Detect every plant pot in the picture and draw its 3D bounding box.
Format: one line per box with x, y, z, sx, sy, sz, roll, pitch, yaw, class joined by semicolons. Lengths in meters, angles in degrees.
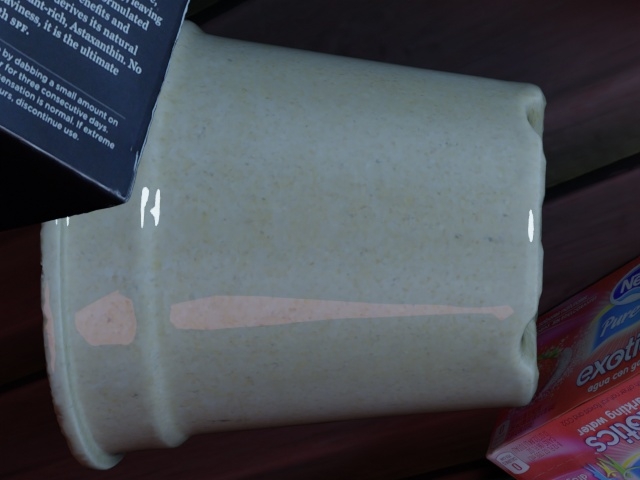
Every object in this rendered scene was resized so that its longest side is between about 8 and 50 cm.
0.000;0.000;1.150;0.306;0.333;0.333;2;135;6;plant pot

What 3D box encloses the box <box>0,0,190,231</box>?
-0.223;-0.169;0.999;0.183;0.294;0.296;33;152;-35;box

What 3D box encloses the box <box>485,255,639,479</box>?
0.283;0.096;1.219;0.154;0.142;0.300;37;137;-14;box

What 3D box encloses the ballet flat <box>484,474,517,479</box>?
0.221;0.293;1.512;0.247;0.083;0.087;44;159;-21;ballet flat
